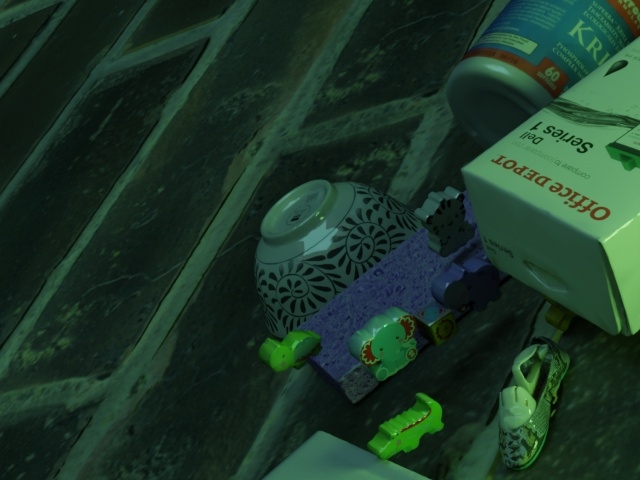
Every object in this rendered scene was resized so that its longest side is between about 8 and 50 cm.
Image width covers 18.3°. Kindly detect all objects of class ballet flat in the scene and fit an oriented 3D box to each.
[{"bbox_3d":[0.143,0.109,1.396,0.041,0.041,0.114,-18,31,37],"label":"ballet flat"}]

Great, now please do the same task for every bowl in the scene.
[{"bbox_3d":[0.000,0.000,1.732,0.170,0.080,0.170,-30,26,16],"label":"bowl"}]

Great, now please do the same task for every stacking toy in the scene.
[{"bbox_3d":[0.078,0.055,1.482,0.221,0.052,0.167,-36,37,-18],"label":"stacking toy"}]

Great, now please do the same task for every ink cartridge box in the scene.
[{"bbox_3d":[0.234,-0.051,1.417,0.219,0.092,0.160,-36,38,-19],"label":"ink cartridge box"}]

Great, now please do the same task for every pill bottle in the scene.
[{"bbox_3d":[0.215,-0.173,1.690,0.124,0.124,0.221,0,45,54],"label":"pill bottle"}]

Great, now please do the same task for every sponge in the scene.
[{"bbox_3d":[0.079,0.039,1.613,0.210,0.031,0.117,-39,25,-5],"label":"sponge"}]

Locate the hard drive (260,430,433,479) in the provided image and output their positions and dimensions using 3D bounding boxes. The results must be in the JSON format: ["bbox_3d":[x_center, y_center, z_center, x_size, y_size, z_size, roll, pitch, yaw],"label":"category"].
[{"bbox_3d":[-0.063,0.265,1.365,0.318,0.040,0.210,-40,24,-18],"label":"hard drive"}]
